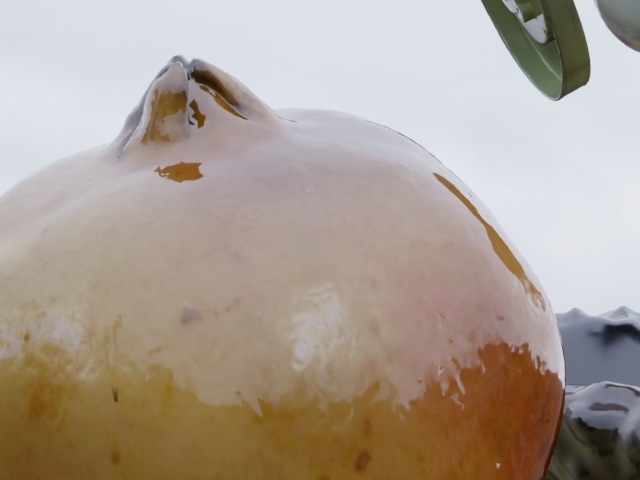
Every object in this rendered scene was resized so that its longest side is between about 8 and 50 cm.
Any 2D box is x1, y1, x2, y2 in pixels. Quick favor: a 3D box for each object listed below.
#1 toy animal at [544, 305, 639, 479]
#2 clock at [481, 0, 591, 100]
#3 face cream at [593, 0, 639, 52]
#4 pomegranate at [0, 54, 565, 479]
[{"bbox_3d":[0.033,0.082,0.801,0.344,0.194,0.302,12,-10,3],"label":"toy animal"},{"bbox_3d":[0.158,-0.227,1.381,0.029,0.235,0.235,-28,-16,-2],"label":"clock"},{"bbox_3d":[0.277,-0.144,0.857,0.346,0.102,0.102,-11,-3,-35],"label":"face cream"},{"bbox_3d":[-0.027,0.055,0.522,0.209,0.209,0.209,5,-14,1],"label":"pomegranate"}]
